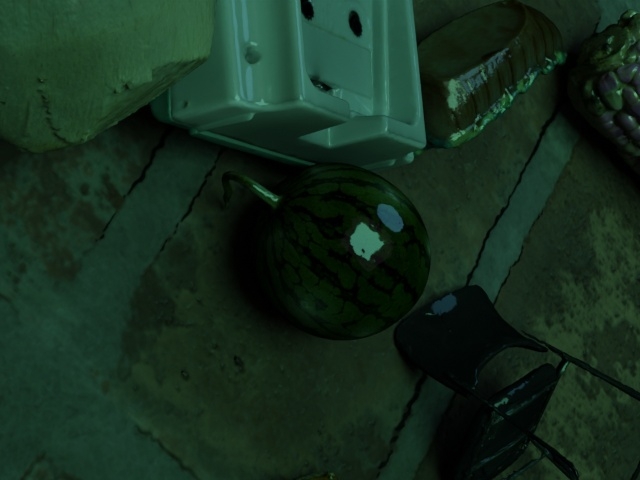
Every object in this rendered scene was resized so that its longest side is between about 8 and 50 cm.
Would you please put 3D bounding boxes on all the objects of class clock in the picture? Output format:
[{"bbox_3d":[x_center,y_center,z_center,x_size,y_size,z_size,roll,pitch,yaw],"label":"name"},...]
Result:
[{"bbox_3d":[-0.010,-0.182,1.039,0.262,0.116,0.231,13,74,-56],"label":"clock"}]

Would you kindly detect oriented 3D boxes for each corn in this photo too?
[{"bbox_3d":[0.389,-0.101,1.393,0.335,0.127,0.126,42,60,-28],"label":"corn"}]

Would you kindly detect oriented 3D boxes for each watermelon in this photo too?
[{"bbox_3d":[0.000,0.000,1.047,0.187,0.141,0.140,33,64,-28],"label":"watermelon"}]

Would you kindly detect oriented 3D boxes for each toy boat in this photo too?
[{"bbox_3d":[0.162,-0.169,1.236,0.293,0.108,0.099,-33,139,-43],"label":"toy boat"}]

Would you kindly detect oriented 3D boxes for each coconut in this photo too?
[{"bbox_3d":[-0.185,-0.182,0.856,0.245,0.247,0.245,1,64,-2],"label":"coconut"}]

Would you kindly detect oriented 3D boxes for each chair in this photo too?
[{"bbox_3d":[0.170,0.163,1.192,0.140,0.221,0.145,-25,142,-40],"label":"chair"}]

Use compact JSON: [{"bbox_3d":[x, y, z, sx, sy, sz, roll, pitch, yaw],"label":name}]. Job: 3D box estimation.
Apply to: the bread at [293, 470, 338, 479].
[{"bbox_3d":[-0.034,0.265,1.038,0.154,0.054,0.136,-8,92,-37],"label":"bread"}]
